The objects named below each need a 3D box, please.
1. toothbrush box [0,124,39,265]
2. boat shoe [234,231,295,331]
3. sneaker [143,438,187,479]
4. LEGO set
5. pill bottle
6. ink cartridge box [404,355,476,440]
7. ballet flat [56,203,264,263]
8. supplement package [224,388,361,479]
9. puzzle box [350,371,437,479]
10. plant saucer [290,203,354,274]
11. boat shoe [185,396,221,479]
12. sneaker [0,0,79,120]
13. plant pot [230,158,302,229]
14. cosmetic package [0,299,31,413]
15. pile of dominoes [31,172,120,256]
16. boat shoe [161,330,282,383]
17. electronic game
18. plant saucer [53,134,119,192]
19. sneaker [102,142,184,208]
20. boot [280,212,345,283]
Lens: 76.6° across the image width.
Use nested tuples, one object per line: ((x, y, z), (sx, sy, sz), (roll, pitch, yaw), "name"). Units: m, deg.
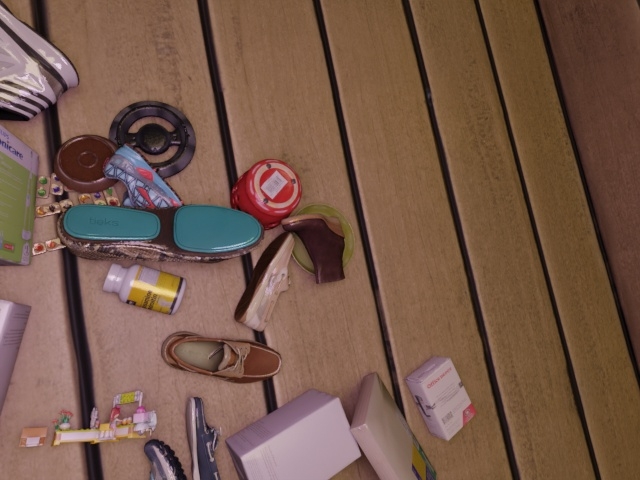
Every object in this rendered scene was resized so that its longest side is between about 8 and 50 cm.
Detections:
((-0.734, -0.096, 0.883), (0.122, 0.206, 0.283), (1, 80, -10), "toothbrush box")
((-0.143, 0.118, 1.198), (0.098, 0.109, 0.302), (34, 69, -26), "boat shoe")
((-0.378, 0.627, 0.973), (0.122, 0.110, 0.283), (-23, 87, -19), "sneaker")
((-0.524, 0.413, 0.949), (0.286, 0.132, 0.107), (-4, 62, -4), "LEGO set")
((-0.450, 0.121, 1.044), (0.184, 0.103, 0.103), (20, 71, -21), "pill bottle")
((0.409, 0.530, 1.382), (0.158, 0.092, 0.218), (-26, 93, -28), "ink cartridge box")
((-0.396, -0.006, 1.053), (0.482, 0.182, 0.164), (1, 61, -16), "ballet flat")
((-0.075, 0.559, 1.092), (0.292, 0.177, 0.175), (-21, 89, -27), "supplement package")
((0.231, 0.634, 1.200), (0.409, 0.052, 0.272), (60, 18, -3), "puzzle box")
((0.000, 0.000, 1.326), (0.240, 0.037, 0.241), (6, 76, -25), "plant saucer")
((-0.295, 0.525, 1.039), (0.079, 0.095, 0.255), (-6, 83, -25), "boat shoe")
((-0.845, -0.461, 0.938), (0.447, 0.169, 0.258), (38, 64, -17), "sneaker")
((-0.155, -0.136, 1.205), (0.191, 0.174, 0.191), (5, 79, -27), "plant pot")
((-0.735, 0.299, 0.818), (0.155, 0.197, 0.366), (14, 72, -23), "cosmetic package")
((-0.651, -0.085, 1.026), (0.251, 0.040, 0.196), (-21, 89, -28), "pile of dominoes")
((-0.256, 0.321, 1.086), (0.323, 0.120, 0.123), (13, 74, -23), "boat shoe")
((-0.473, -0.286, 1.149), (0.229, 0.048, 0.229), (3, 82, -18), "electronic game")
((-0.601, -0.206, 1.050), (0.168, 0.029, 0.169), (5, 71, -15), "plant saucer")
((-0.465, -0.123, 1.083), (0.125, 0.104, 0.262), (-41, 119, -10), "sneaker")
((-0.011, 0.027, 1.218), (0.248, 0.090, 0.207), (1, 83, -46), "boot")
